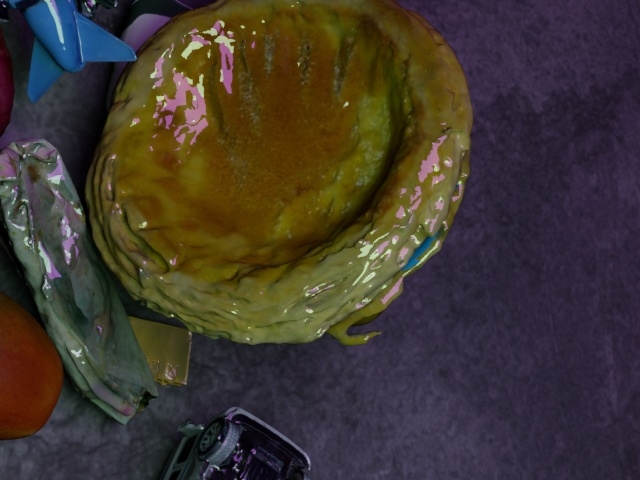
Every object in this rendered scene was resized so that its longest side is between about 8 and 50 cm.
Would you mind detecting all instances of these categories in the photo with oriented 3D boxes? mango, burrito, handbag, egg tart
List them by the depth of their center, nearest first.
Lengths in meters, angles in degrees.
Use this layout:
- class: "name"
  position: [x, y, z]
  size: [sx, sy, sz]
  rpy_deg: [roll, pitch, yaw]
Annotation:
- class: "mango"
  position: [-0.371, 0.097, 1.824]
  size: [0.289, 0.129, 0.146]
  rpy_deg: [15, 73, -20]
- class: "egg tart"
  position: [-0.034, -0.067, 1.894]
  size: [0.169, 0.388, 0.388]
  rpy_deg: [52, 44, -64]
- class: "burrito"
  position: [-0.238, 0.047, 1.895]
  size: [0.096, 0.066, 0.309]
  rpy_deg: [-45, 120, -45]
- class: "handbag"
  position: [-0.170, 0.113, 2.006]
  size: [0.083, 0.027, 0.061]
  rpy_deg: [16, 70, -30]

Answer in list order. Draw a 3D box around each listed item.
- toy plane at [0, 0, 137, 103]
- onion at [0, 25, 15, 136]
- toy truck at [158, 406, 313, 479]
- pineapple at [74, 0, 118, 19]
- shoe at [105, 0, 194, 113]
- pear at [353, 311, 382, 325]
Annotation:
- class: "toy plane"
  position: [-0.283, -0.274, 1.895]
  size: [0.271, 0.254, 0.105]
  rpy_deg: [64, 21, -15]
- class: "onion"
  position: [-0.402, -0.140, 1.817]
  size: [0.246, 0.190, 0.246]
  rpy_deg: [-19, 120, -37]
- class: "toy truck"
  position: [-0.126, 0.302, 1.917]
  size: [0.124, 0.155, 0.268]
  rpy_deg: [36, 59, -21]
- class: "pineapple"
  position: [-0.287, -0.307, 1.983]
  size: [0.221, 0.103, 0.083]
  rpy_deg: [43, 59, -16]
- class: "shoe"
  position: [-0.047, -0.179, 2.094]
  size: [0.363, 0.132, 0.160]
  rpy_deg: [9, 75, -24]
- class: "pear"
  position: [-0.001, 0.000, 2.047]
  size: [0.198, 0.198, 0.198]
  rpy_deg: [8, 75, -31]
